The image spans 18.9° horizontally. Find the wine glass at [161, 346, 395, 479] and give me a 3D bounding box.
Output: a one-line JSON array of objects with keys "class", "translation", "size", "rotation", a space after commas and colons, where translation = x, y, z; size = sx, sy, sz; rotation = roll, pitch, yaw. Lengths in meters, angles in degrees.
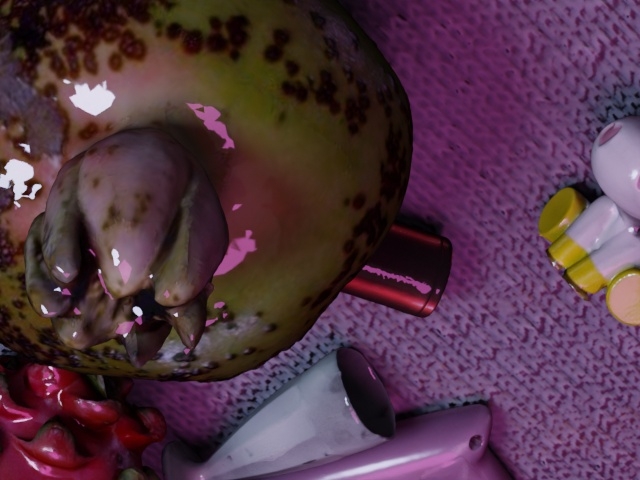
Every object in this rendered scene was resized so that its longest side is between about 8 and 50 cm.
[{"class": "wine glass", "translation": [-0.030, 0.135, 1.325], "size": [0.155, 0.073, 0.073], "rotation": [-29, 122, 22]}]

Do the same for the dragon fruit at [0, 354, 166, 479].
[{"class": "dragon fruit", "translation": [-0.228, 0.176, 1.288], "size": [0.273, 0.198, 0.218], "rotation": [-7, 160, 30]}]

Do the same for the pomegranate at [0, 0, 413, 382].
[{"class": "pomegranate", "translation": [-0.098, -0.035, 1.020], "size": [0.285, 0.340, 0.285], "rotation": [1, 110, 3]}]

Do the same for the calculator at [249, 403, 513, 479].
[{"class": "calculator", "translation": [0.023, 0.229, 1.409], "size": [0.294, 0.043, 0.194], "rotation": [-24, 124, 18]}]

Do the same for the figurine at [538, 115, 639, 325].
[{"class": "figurine", "translation": [0.216, -0.035, 1.202], "size": [0.130, 0.109, 0.178], "rotation": [-6, 131, -30]}]

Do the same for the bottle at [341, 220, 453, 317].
[{"class": "bottle", "translation": [0.000, 0.000, 1.230], "size": [0.164, 0.060, 0.060], "rotation": [18, 124, -14]}]
